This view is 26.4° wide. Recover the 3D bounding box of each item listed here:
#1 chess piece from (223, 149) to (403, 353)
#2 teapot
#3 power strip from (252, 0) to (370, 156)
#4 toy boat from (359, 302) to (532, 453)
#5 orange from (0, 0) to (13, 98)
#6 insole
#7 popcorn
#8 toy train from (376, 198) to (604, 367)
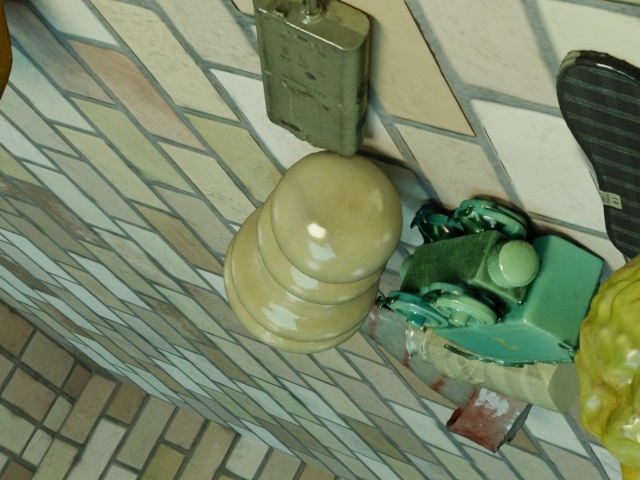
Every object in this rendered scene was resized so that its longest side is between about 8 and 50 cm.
[{"bbox_3d":[0.000,0.000,1.323,0.167,0.167,0.299,29,160,0],"label":"chess piece"},{"bbox_3d":[0.182,0.117,1.500,0.200,0.077,0.107,15,155,39],"label":"teapot"},{"bbox_3d":[-0.006,-0.141,1.092,0.092,0.034,0.268,26,164,9],"label":"power strip"},{"bbox_3d":[0.133,0.141,1.685,0.282,0.096,0.206,37,160,15],"label":"toy boat"},{"bbox_3d":[-0.411,-0.180,1.262,0.264,0.264,0.264,26,164,8],"label":"orange"},{"bbox_3d":[0.234,-0.050,1.020,0.110,0.012,0.309,20,161,24],"label":"insole"},{"bbox_3d":[0.305,0.102,1.012,0.259,0.212,0.259,36,173,5],"label":"popcorn"},{"bbox_3d":[0.161,0.045,1.263,0.163,0.112,0.203,26,167,-18],"label":"toy train"}]
